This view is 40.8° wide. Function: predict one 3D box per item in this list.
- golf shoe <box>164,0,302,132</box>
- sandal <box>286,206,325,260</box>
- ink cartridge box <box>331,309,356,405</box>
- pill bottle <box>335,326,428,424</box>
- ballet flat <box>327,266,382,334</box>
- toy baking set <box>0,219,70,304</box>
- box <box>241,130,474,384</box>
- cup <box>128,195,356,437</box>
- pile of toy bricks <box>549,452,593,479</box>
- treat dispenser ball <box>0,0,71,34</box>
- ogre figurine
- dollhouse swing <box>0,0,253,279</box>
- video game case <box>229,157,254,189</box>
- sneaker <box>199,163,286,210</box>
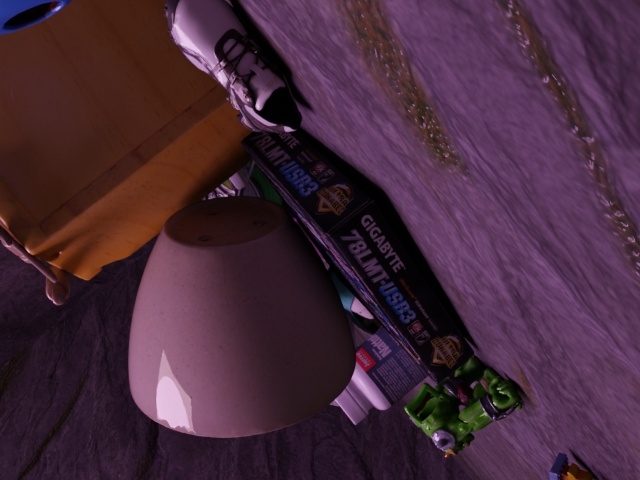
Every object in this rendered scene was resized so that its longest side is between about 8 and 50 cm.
[{"bbox_3d":[-0.082,-0.190,0.912,0.094,0.077,0.198,29,166,48],"label":"golf shoe"},{"bbox_3d":[-0.066,-0.026,1.560,0.169,0.102,0.416,56,170,-16],"label":"sandal"},{"bbox_3d":[-0.002,0.163,1.477,0.181,0.056,0.225,26,-129,-53],"label":"ink cartridge box"},{"bbox_3d":[0.100,0.207,1.380,0.108,0.180,0.108,50,174,7],"label":"pill bottle"},{"bbox_3d":[0.079,0.100,1.441,0.087,0.083,0.247,35,172,25],"label":"ballet flat"},{"bbox_3d":[-0.377,-0.001,1.063,0.197,0.030,0.256,54,174,-25],"label":"toy baking set"},{"bbox_3d":[0.042,0.007,1.103,0.293,0.073,0.295,52,177,-35],"label":"box"},{"bbox_3d":[-0.119,0.076,1.208,0.331,0.331,0.237,-137,38,-57],"label":"cup"},{"bbox_3d":[0.323,0.347,1.012,0.105,0.118,0.212,13,134,33],"label":"pile of toy bricks"},{"bbox_3d":[-0.279,-0.296,0.633,0.288,0.288,0.288,51,174,7],"label":"treat dispenser ball"},{"bbox_3d":[0.175,0.208,1.103,0.097,0.118,0.197,54,175,-26],"label":"ogre figurine"},{"bbox_3d":[-0.289,-0.187,1.107,0.305,0.347,0.315,50,174,10],"label":"dollhouse swing"},{"bbox_3d":[-0.155,-0.188,1.329,0.173,0.022,0.190,54,-161,-22],"label":"video game case"},{"bbox_3d":[-0.161,-0.082,1.449,0.344,0.146,0.134,56,150,35],"label":"sneaker"}]
